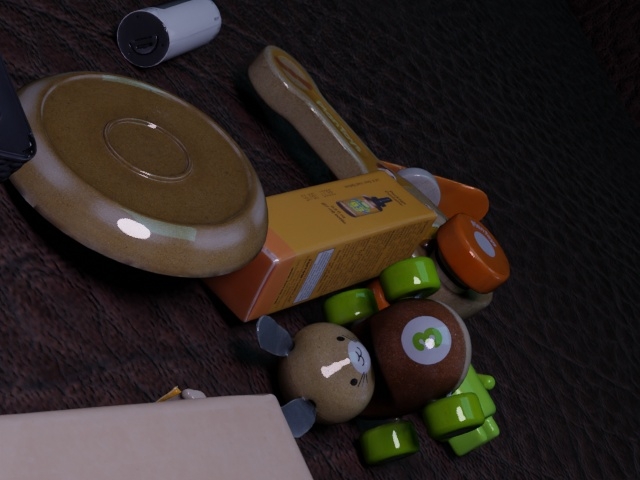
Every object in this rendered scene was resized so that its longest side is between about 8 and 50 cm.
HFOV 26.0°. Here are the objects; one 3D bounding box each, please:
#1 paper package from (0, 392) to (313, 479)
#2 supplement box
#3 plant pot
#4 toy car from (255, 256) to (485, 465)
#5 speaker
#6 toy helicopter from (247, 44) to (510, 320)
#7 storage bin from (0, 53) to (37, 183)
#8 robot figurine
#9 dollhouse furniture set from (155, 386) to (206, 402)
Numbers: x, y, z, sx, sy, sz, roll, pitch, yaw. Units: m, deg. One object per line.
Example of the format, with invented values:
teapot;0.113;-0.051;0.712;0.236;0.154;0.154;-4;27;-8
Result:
paper package;-0.091;0.260;0.714;0.309;0.168;0.325;7;53;-59
supplement box;0.000;0.000;1.239;0.078;0.080;0.233;43;36;25
plant pot;-0.142;-0.064;1.106;0.236;0.032;0.236;23;32;-15
toy car;0.024;0.107;1.178;0.188;0.149;0.155;2;65;-48
speaker;-0.146;-0.206;1.355;0.055;0.055;0.136;54;24;-3
toy helicopter;0.059;-0.067;1.462;0.355;0.140;0.235;49;24;-1
storage bin;-0.285;-0.113;0.943;0.122;0.084;0.180;11;50;-57
robot figurine;0.129;0.154;1.379;0.101;0.067;0.115;-12;68;-51
dollhouse furniture set;-0.083;0.181;0.958;0.151;0.076;0.058;65;13;19
